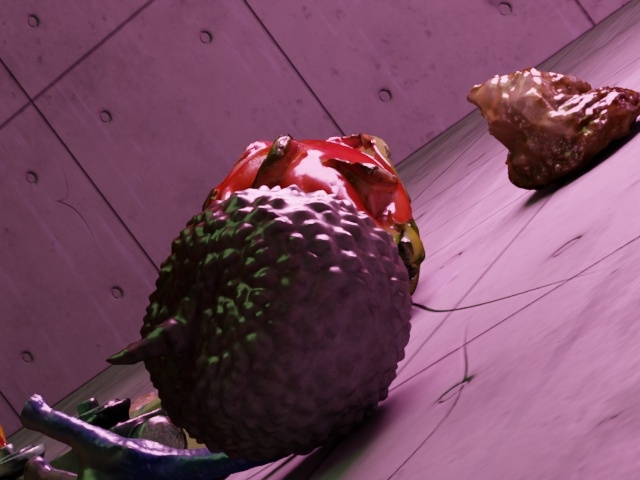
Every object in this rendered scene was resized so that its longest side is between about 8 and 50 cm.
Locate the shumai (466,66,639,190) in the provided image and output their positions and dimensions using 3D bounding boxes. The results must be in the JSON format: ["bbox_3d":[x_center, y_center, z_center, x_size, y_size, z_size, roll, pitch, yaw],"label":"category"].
[{"bbox_3d":[0.199,-0.101,1.540,0.123,0.105,0.139,-34,28,-19],"label":"shumai"}]

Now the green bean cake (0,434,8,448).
[{"bbox_3d":[-0.271,0.211,1.589,0.056,0.135,0.135,-37,4,-20],"label":"green bean cake"}]

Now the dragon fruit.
[{"bbox_3d":[-0.018,0.011,1.527,0.200,0.198,0.269,-25,19,5],"label":"dragon fruit"}]

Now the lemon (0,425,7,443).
[{"bbox_3d":[-0.501,0.263,2.113,0.316,0.285,0.285,-6,-11,-25],"label":"lemon"}]

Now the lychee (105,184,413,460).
[{"bbox_3d":[-0.033,0.048,1.118,0.197,0.165,0.165,3,-25,-39],"label":"lychee"}]

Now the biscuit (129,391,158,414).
[{"bbox_3d":[-0.275,0.256,1.851,0.290,0.038,0.141,-38,4,11],"label":"biscuit"}]

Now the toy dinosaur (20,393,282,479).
[{"bbox_3d":[-0.122,0.193,1.198,0.075,0.188,0.248,61,-134,-60],"label":"toy dinosaur"}]

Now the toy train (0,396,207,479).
[{"bbox_3d":[-0.142,0.162,1.376,0.157,0.105,0.253,-21,-8,-39],"label":"toy train"}]
